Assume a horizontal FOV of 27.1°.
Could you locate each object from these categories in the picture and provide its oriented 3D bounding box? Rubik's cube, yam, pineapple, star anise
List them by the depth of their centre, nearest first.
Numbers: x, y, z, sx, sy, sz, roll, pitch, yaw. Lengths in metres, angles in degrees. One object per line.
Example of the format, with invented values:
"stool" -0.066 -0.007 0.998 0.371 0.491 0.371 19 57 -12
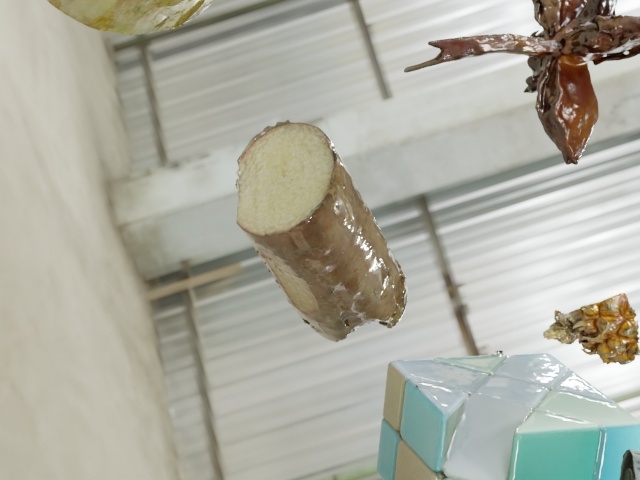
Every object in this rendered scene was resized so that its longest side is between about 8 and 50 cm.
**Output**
"star anise" 0.164 -0.155 1.013 0.140 0.144 0.158 -58 -142 26
"Rubik's cube" 0.173 0.230 1.240 0.224 0.265 0.213 -139 -130 -65
"yam" 0.002 0.000 1.345 0.128 0.129 0.238 19 -23 33
"pineapple" 0.317 0.096 1.555 0.114 0.114 0.077 77 14 -46

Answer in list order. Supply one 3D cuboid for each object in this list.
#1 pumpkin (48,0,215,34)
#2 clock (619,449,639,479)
"pumpkin" -0.102 -0.254 0.896 0.110 0.217 0.217 -2 -69 48
"clock" 0.225 0.191 0.946 0.085 0.017 0.085 4 90 -86
